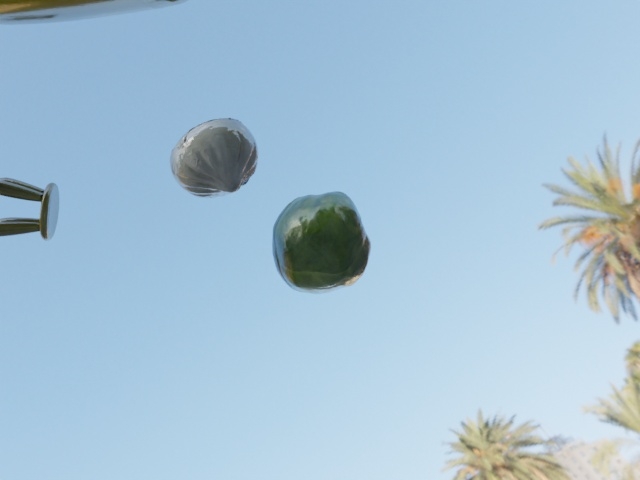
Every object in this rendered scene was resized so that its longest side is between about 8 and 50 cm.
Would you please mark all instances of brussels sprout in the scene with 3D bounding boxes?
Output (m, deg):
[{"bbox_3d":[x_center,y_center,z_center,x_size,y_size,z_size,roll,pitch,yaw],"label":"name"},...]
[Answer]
[{"bbox_3d":[0.000,0.000,1.302,0.210,0.271,0.219,-16,-69,8],"label":"brussels sprout"}]

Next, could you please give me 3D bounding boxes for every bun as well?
[{"bbox_3d":[-0.149,-0.109,0.905,0.138,0.094,0.138,-27,-25,-14],"label":"bun"}]

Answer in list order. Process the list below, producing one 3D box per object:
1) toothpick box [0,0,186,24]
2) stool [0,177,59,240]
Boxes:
[{"bbox_3d":[-0.280,-0.327,0.652,0.272,0.174,0.175,-5,-43,14],"label":"toothpick box"},{"bbox_3d":[-0.555,-0.059,1.119,0.111,0.134,0.134,6,-38,-12],"label":"stool"}]
